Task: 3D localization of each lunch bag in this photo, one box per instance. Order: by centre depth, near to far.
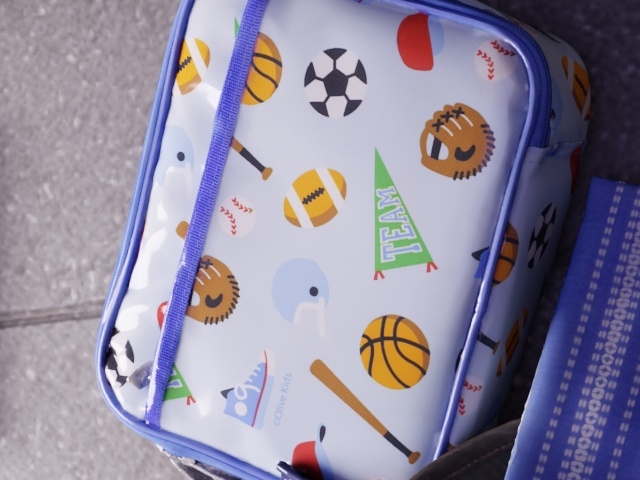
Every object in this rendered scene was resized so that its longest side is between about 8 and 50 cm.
[{"bbox_3d":[0.000,0.000,0.866,0.243,0.115,0.303,21,103,20],"label":"lunch bag"}]

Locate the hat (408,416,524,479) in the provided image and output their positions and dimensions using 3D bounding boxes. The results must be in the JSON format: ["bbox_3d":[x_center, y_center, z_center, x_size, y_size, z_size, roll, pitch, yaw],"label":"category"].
[{"bbox_3d":[0.128,0.249,0.822,0.331,0.134,0.331,0,83,-1],"label":"hat"}]

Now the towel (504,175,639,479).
[{"bbox_3d":[0.261,0.099,0.732,0.336,0.040,0.243,13,62,16],"label":"towel"}]
